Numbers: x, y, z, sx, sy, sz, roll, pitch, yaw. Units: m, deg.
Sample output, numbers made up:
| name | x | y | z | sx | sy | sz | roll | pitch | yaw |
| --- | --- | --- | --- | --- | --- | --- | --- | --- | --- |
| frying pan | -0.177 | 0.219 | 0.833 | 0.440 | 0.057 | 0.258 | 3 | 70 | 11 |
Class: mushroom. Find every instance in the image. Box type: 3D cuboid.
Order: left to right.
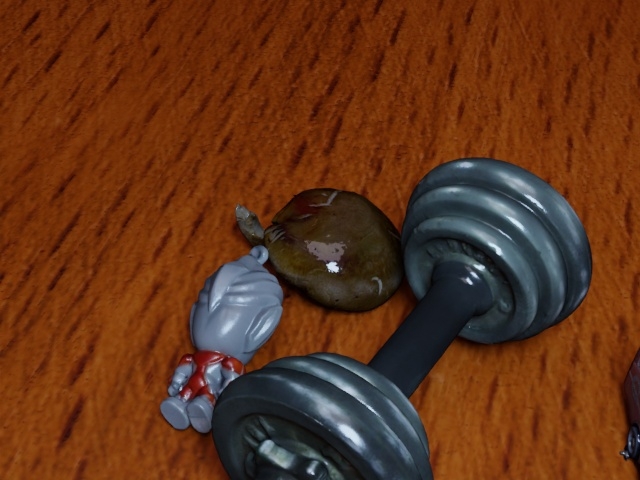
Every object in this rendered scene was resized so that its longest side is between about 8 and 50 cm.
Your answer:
| name | x | y | z | sx | sy | sz | roll | pitch | yaw |
| --- | --- | --- | --- | --- | --- | --- | --- | --- | --- |
| mushroom | 0.000 | -0.002 | 0.941 | 0.171 | 0.080 | 0.135 | 15 | 35 | 7 |

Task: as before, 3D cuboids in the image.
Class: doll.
| name | x | y | z | sx | sy | sz | roll | pitch | yaw |
| --- | --- | --- | --- | --- | --- | --- | --- | --- | --- |
| doll | -0.082 | 0.081 | 0.858 | 0.094 | 0.079 | 0.180 | 0 | 52 | 32 |

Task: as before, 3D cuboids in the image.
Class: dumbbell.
| name | x | y | z | sx | sy | sz | roll | pitch | yaw |
| --- | --- | --- | --- | --- | --- | --- | --- | --- | --- |
| dumbbell | 0.074 | 0.084 | 0.784 | 0.179 | 0.179 | 0.406 | 27 | 48 | 23 |

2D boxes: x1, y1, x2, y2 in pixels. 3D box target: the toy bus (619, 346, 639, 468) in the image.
| name | x | y | z | sx | sy | sz | roll | pitch | yaw |
| --- | --- | --- | --- | --- | --- | --- | --- | --- | --- |
| toy bus | 0.280 | 0.181 | 0.756 | 0.073 | 0.096 | 0.235 | 2 | 42 | 2 |
